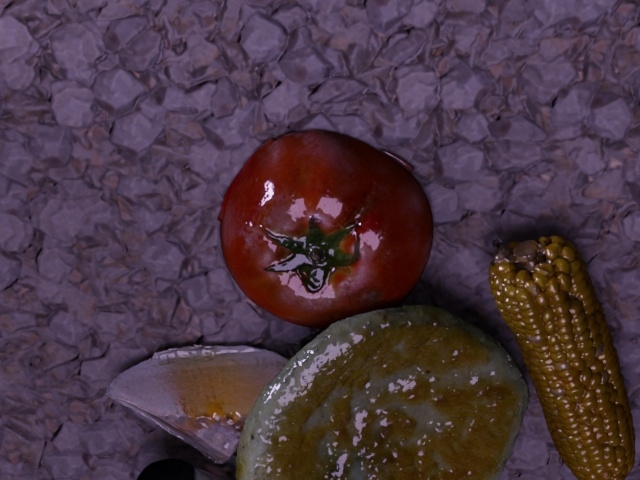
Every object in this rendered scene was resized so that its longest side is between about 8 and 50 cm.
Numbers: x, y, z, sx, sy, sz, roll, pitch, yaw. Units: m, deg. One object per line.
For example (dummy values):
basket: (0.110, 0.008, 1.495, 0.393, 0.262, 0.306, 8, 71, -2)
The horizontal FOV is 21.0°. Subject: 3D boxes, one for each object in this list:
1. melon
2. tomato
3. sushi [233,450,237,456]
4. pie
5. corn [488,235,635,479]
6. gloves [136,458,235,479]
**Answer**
melon: (-0.122, 0.188, 1.832, 0.203, 0.093, 0.139, -4, 126, 6)
tomato: (0.001, 0.003, 1.724, 0.225, 0.085, 0.225, 3, 122, 5)
sushi: (0.020, 0.222, 1.870, 0.193, 0.040, 0.210, 40, 114, -18)
pie: (0.068, 0.190, 1.786, 0.323, 0.070, 0.323, -9, 123, -15)
corn: (0.258, 0.127, 1.774, 0.102, 0.102, 0.313, -17, 121, 13)
gloves: (-0.114, 0.314, 1.902, 0.128, 0.111, 0.212, -28, 143, 12)
